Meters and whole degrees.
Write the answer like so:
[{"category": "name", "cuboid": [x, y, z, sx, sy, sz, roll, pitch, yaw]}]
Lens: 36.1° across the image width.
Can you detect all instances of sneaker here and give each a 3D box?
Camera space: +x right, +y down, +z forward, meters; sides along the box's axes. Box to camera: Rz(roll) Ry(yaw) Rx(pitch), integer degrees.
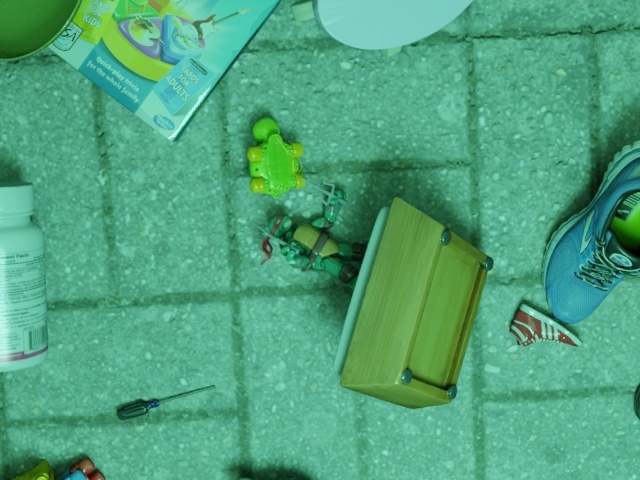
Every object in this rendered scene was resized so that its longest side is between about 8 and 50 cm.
[{"category": "sneaker", "cuboid": [0.369, 0.160, 1.623, 0.118, 0.042, 0.067, 31, 93, 3]}, {"category": "sneaker", "cuboid": [0.442, 0.008, 1.518, 0.129, 0.147, 0.330, 21, 124, -2]}]

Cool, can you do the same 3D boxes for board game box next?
[{"category": "board game box", "cuboid": [-0.228, -0.362, 1.520, 0.253, 0.079, 0.336, 37, 96, -6]}]

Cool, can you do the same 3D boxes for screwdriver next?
[{"category": "screwdriver", "cuboid": [-0.257, 0.268, 1.645, 0.170, 0.025, 0.024, -17, 98, -7]}]

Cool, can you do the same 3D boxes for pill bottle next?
[{"category": "pill bottle", "cuboid": [-0.512, 0.052, 1.534, 0.160, 0.160, 0.283, 0, 98, -1]}]

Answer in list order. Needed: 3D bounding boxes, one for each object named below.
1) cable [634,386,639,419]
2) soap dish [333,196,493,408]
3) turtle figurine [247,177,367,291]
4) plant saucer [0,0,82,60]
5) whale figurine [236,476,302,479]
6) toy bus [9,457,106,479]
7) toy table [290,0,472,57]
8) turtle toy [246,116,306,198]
[{"category": "cable", "cuboid": [0.591, 0.166, 1.637, 0.139, 0.072, 0.287, -2, 111, -18]}, {"category": "soap dish", "cuboid": [0.148, 0.106, 1.493, 0.118, 0.229, 0.291, 10, 79, 36]}, {"category": "turtle figurine", "cuboid": [0.000, 0.000, 1.562, 0.234, 0.118, 0.175, 29, 56, -3]}, {"category": "plant saucer", "cuboid": [-0.447, -0.383, 1.492, 0.241, 0.037, 0.241, -4, 78, 21]}, {"category": "whale figurine", "cuboid": [-0.093, 0.485, 1.635, 0.272, 0.141, 0.216, -15, 99, 26]}, {"category": "toy bus", "cuboid": [-0.436, 0.470, 1.617, 0.211, 0.149, 0.220, -34, 100, -12]}, {"category": "toy table", "cuboid": [0.096, -0.386, 1.455, 0.274, 0.161, 0.252, -17, 111, -15]}, {"category": "turtle toy", "cuboid": [-0.078, -0.131, 1.561, 0.095, 0.066, 0.130, -7, 96, -23]}]
